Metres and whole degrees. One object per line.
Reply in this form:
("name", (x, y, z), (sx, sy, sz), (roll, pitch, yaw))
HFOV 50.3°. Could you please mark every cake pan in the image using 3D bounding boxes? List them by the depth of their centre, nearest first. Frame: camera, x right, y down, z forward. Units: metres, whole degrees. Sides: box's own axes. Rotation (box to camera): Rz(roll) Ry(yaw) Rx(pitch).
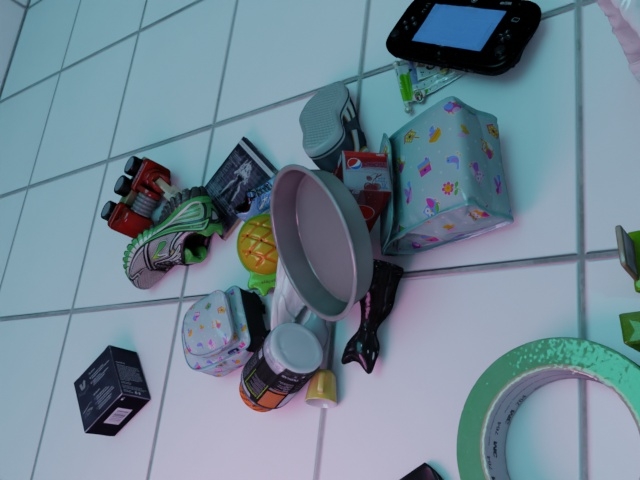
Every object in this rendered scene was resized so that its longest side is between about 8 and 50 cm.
("cake pan", (0.000, 0.000, 1.232), (0.293, 0.054, 0.293), (38, 138, 46))

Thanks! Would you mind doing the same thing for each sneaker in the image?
("sneaker", (-0.052, 0.125, 1.432), (0.094, 0.080, 0.212), (7, 87, 1))
("sneaker", (0.030, -0.232, 1.495), (0.126, 0.127, 0.321), (-28, 30, 22))
("sneaker", (-0.139, -0.101, 1.601), (0.162, 0.073, 0.063), (-44, 48, 17))
("sneaker", (-0.374, 0.022, 1.708), (0.343, 0.134, 0.146), (-44, 68, 31))

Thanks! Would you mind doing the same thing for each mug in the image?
("mug", (0.008, 0.281, 1.309), (0.078, 0.062, 0.064), (-40, 36, 52))

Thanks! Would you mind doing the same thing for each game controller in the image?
("game controller", (0.279, -0.420, 1.365), (0.319, 0.067, 0.166), (26, 87, 42))

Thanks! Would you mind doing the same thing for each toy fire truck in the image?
("toy fire truck", (-0.452, -0.093, 1.838), (0.246, 0.159, 0.217), (27, 89, 55))

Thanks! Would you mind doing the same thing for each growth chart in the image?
("growth chart", (0.256, -0.389, 1.430), (0.237, 0.021, 0.171), (-32, 54, 24))

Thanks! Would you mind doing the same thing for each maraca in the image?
("maraca", (-0.119, 0.030, 1.509), (0.127, 0.099, 0.185), (-12, 75, 5))

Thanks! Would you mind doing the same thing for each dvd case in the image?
("dvd case", (-0.215, -0.132, 1.709), (0.221, 0.018, 0.164), (-51, 54, 12))

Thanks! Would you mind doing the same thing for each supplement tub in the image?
("supplement tub", (-0.084, 0.254, 1.332), (0.190, 0.117, 0.117), (-53, 41, 42))

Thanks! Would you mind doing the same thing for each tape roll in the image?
("tape roll", (0.357, 0.304, 0.985), (0.321, 0.077, 0.321), (-19, 58, 33))

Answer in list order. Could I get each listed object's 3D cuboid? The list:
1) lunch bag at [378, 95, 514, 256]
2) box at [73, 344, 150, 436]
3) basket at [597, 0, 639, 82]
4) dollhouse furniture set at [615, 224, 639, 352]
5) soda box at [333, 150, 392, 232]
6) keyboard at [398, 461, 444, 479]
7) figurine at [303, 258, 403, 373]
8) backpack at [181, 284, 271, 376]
("lunch bag", (0.198, -0.103, 1.258), (0.262, 0.160, 0.223), (-24, 60, 45))
("box", (-0.521, 0.375, 1.700), (0.156, 0.093, 0.158), (-45, 49, 16))
("basket", (0.562, -0.275, 0.901), (0.266, 0.331, 0.328), (-31, 54, 24))
("dollhouse furniture set", (0.557, 0.037, 0.882), (0.302, 0.151, 0.197), (-15, 62, 35))
("soda box", (0.058, -0.065, 1.303), (0.263, 0.092, 0.083), (113, 157, -61))
("keyboard", (0.109, 0.532, 1.128), (0.317, 0.033, 0.201), (-43, 42, 19))
("figurine", (0.043, 0.138, 1.332), (0.215, 0.092, 0.209), (6, 79, 43))
("backpack", (-0.220, 0.204, 1.487), (0.188, 0.144, 0.165), (-36, 57, 27))
